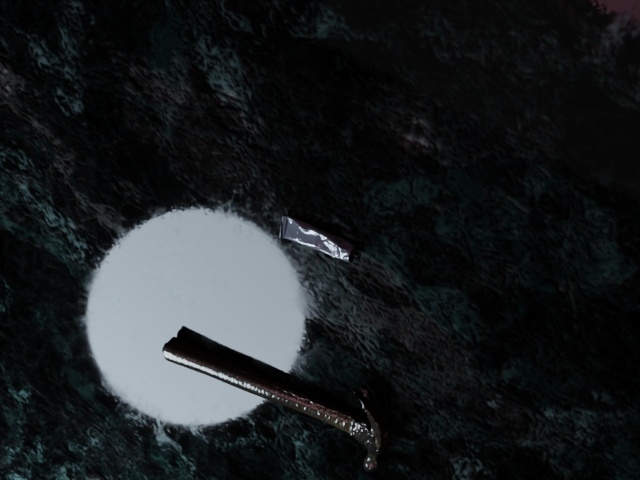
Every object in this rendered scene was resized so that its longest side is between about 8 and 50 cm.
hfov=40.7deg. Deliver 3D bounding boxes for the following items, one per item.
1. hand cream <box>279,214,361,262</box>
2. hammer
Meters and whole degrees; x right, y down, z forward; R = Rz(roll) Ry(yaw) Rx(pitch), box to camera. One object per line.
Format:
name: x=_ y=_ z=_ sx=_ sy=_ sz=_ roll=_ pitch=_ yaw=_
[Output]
hand cream: x=0.000 y=0.000 z=0.886 sx=0.093 sy=0.019 sz=0.030 roll=24 pitch=130 yaw=23
hammer: x=-0.057 y=0.180 z=1.024 sx=0.297 sy=0.027 sz=0.125 roll=19 pitch=127 yaw=19
